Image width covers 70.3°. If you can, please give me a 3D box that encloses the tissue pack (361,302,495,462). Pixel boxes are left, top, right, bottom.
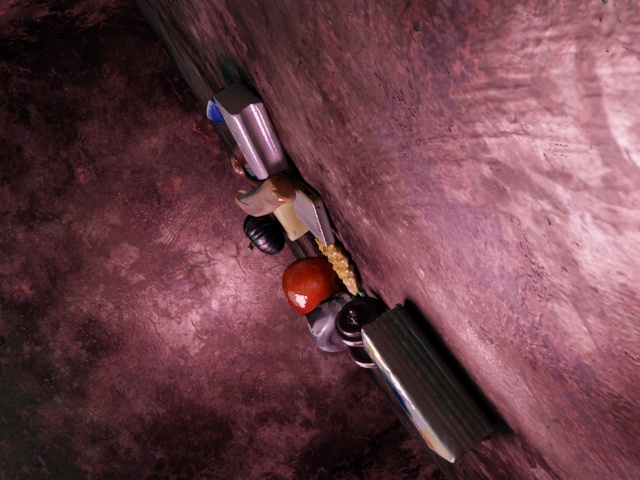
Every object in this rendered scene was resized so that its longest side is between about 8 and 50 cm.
[{"bbox_3d":[0.275,0.386,1.251,0.388,0.162,0.287,54,175,21],"label":"tissue pack"}]

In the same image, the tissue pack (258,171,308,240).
[{"bbox_3d":[-0.136,-0.134,1.823,0.159,0.125,0.234,50,169,36],"label":"tissue pack"}]

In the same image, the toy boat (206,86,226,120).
[{"bbox_3d":[-0.364,-0.491,1.640,0.088,0.129,0.295,28,-170,-8],"label":"toy boat"}]

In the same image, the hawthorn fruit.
[{"bbox_3d":[-0.015,0.200,1.970,0.275,0.299,0.275,45,-143,-49],"label":"hawthorn fruit"}]

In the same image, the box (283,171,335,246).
[{"bbox_3d":[-0.039,-0.109,1.581,0.270,0.045,0.211,44,158,55],"label":"box"}]

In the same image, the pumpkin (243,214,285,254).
[{"bbox_3d":[-0.225,-0.029,1.827,0.194,0.150,0.194,-16,-90,-74],"label":"pumpkin"}]

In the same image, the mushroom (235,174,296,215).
[{"bbox_3d":[-0.203,-0.155,1.635,0.351,0.095,0.123,-7,111,54],"label":"mushroom"}]

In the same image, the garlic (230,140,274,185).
[{"bbox_3d":[-0.276,-0.314,1.848,0.245,0.160,0.245,55,172,11],"label":"garlic"}]

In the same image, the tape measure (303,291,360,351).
[{"bbox_3d":[0.076,0.323,1.844,0.147,0.256,0.275,60,175,42],"label":"tape measure"}]

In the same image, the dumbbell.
[{"bbox_3d":[0.159,0.317,1.566,0.192,0.192,0.290,47,169,51],"label":"dumbbell"}]

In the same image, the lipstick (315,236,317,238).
[{"bbox_3d":[0.000,0.000,1.906,0.094,0.019,0.019,54,172,14],"label":"lipstick"}]

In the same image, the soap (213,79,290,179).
[{"bbox_3d":[-0.223,-0.350,1.552,0.208,0.115,0.347,51,170,40],"label":"soap"}]

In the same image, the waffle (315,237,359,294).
[{"bbox_3d":[0.068,0.078,1.679,0.250,0.056,0.261,50,167,37],"label":"waffle"}]

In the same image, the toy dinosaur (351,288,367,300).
[{"bbox_3d":[0.168,0.238,1.721,0.096,0.059,0.132,50,-179,-6],"label":"toy dinosaur"}]
